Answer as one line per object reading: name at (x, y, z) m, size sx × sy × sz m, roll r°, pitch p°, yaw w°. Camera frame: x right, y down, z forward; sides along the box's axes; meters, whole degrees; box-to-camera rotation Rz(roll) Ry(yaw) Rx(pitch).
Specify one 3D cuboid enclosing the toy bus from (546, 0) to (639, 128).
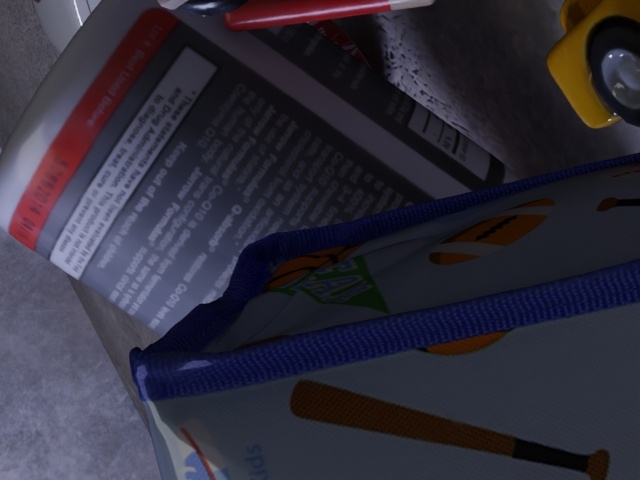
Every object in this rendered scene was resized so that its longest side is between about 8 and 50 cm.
toy bus at (0.182, -0.157, 0.438) m, size 0.130 × 0.108 × 0.333 m, roll 58°, pitch 158°, yaw 5°

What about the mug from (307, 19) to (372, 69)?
mug at (-0.038, -0.075, 0.934) m, size 0.113 × 0.169 × 0.150 m, roll 49°, pitch 171°, yaw 39°

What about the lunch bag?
lunch bag at (0.172, 0.124, 0.476) m, size 0.239 × 0.386 × 0.327 m, roll -58°, pitch -48°, yaw -73°

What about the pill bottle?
pill bottle at (0.000, 0.000, 0.760) m, size 0.363 × 0.210 × 0.210 m, roll 35°, pitch 159°, yaw -5°

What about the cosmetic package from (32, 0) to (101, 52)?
cosmetic package at (-0.184, -0.303, 1.007) m, size 0.129 × 0.153 × 0.296 m, roll 40°, pitch 150°, yaw 44°

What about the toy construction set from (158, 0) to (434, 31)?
toy construction set at (0.036, -0.208, 0.524) m, size 0.309 × 0.237 × 0.257 m, roll 66°, pitch -159°, yaw -63°
